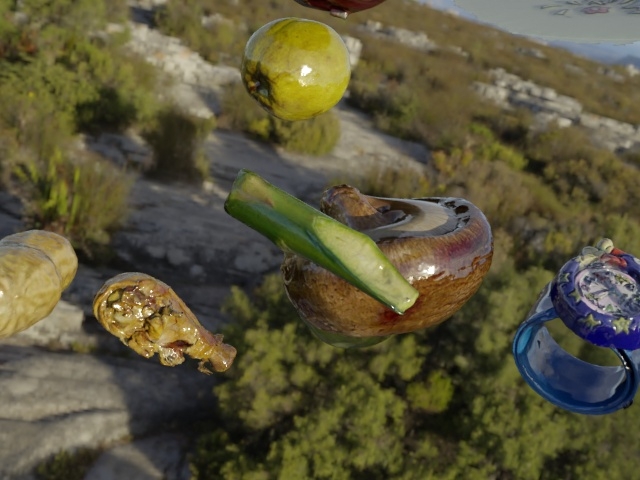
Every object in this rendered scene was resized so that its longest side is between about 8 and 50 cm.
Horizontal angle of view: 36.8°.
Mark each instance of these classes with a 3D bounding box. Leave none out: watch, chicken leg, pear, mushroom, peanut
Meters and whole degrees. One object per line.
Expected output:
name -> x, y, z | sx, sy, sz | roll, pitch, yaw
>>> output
watch -> 0.360, 0.124, 1.246 | 0.196, 0.200, 0.171 | 36, 45, 22
chicken leg -> -0.181, 0.110, 1.176 | 0.207, 0.085, 0.101 | 37, -4, -35
pear -> -0.037, -0.239, 1.357 | 0.149, 0.148, 0.162 | 25, 31, 29
mushroom -> 0.071, 0.030, 0.953 | 0.194, 0.138, 0.231 | 18, 27, 33
peanut -> -0.335, 0.046, 1.071 | 0.108, 0.095, 0.226 | 5, 14, 3

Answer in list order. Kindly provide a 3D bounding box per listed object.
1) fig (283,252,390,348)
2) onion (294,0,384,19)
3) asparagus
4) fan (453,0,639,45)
fig -> 0.035, 0.069, 1.611 | 0.233, 0.233, 0.314 | 21, 2, 19
onion -> 0.045, -0.504, 1.331 | 0.348, 0.347, 0.385 | 24, 53, 27
asparagus -> 0.000, 0.000, 0.761 | 0.178, 0.045, 0.041 | 30, -3, 22
fan -> 0.231, -0.186, 0.600 | 0.233, 0.012, 0.415 | 10, 31, 28
